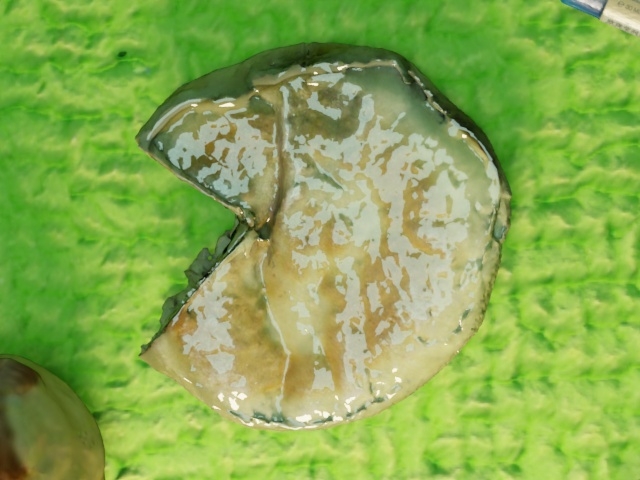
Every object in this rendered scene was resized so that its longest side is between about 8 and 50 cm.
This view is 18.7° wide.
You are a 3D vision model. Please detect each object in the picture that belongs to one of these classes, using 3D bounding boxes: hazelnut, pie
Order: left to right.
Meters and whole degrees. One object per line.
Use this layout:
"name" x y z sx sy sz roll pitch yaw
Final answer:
"hazelnut" -0.287 0.229 1.582 0.261 0.241 0.261 -12 111 -33
"pie" 0.000 0.000 1.593 0.337 0.075 0.337 0 96 3

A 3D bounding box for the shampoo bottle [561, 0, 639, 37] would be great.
"shampoo bottle" 0.287 -0.193 1.534 0.183 0.050 0.087 23 97 5
